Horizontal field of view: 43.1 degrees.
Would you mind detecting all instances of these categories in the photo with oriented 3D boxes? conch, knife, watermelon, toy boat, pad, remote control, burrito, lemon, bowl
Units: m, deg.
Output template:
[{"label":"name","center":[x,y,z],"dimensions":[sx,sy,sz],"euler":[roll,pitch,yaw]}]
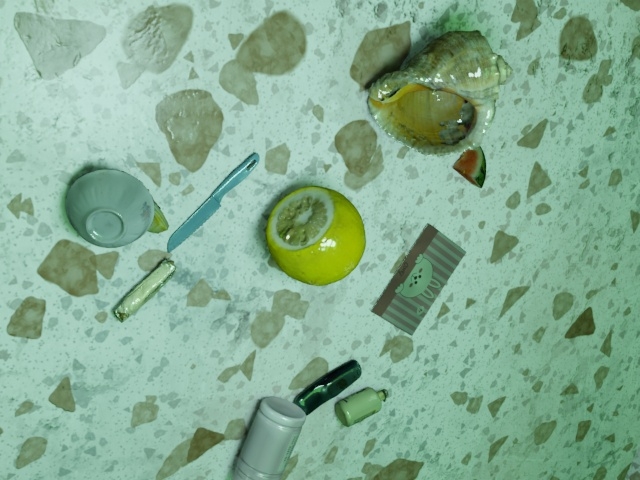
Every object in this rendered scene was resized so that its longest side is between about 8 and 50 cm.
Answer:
[{"label":"conch","center":[0.304,-0.369,2.025],"dimensions":[0.210,0.352,0.297],"euler":[-51,134,-64]},{"label":"knife","center":[-0.251,-0.088,1.899],"dimensions":[0.313,0.019,0.044],"euler":[-45,130,-6]},{"label":"watermelon","center":[0.413,-0.199,2.235],"dimensions":[0.094,0.135,0.125],"euler":[7,114,3]},{"label":"toy boat","center":[-0.396,-0.078,1.779],"dimensions":[0.065,0.066,0.172],"euler":[-27,125,15]},{"label":"pad","center":[0.287,0.117,2.339],"dimensions":[0.202,0.005,0.300],"euler":[33,91,-38]},{"label":"remote control","center":[0.024,0.413,2.275],"dimensions":[0.222,0.042,0.072],"euler":[-32,122,-18]},{"label":"burrito","center":[-0.404,0.116,1.874],"dimensions":[0.185,0.041,0.045],"euler":[-43,85,-9]},{"label":"lemon","center":[0.000,0.000,1.961],"dimensions":[0.240,0.240,0.219],"euler":[-49,140,-6]},{"label":"bowl","center":[-0.445,-0.049,1.700],"dimensions":[0.189,0.086,0.189],"euler":[-4,121,-6]}]

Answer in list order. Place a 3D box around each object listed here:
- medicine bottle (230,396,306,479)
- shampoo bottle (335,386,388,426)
[{"label":"medicine bottle","center":[-0.141,0.558,2.176],"dimensions":[0.133,0.133,0.250],"euler":[16,99,-37]},{"label":"shampoo bottle","center":[0.127,0.473,2.345],"dimensions":[0.162,0.079,0.079],"euler":[-22,121,-24]}]
